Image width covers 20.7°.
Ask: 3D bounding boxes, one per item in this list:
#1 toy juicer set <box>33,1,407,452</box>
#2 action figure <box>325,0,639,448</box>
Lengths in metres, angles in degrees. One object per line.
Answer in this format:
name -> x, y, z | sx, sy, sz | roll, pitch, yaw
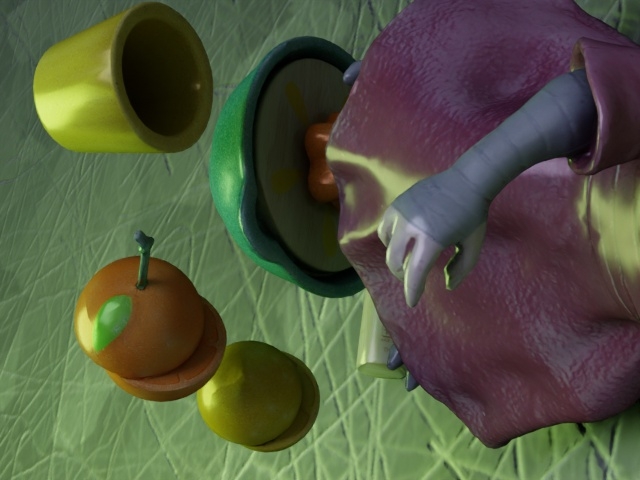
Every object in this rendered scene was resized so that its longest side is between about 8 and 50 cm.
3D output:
toy juicer set -> 0.000, 0.000, 0.895 | 0.089, 0.329, 0.209 | -8, 84, 36
action figure -> 0.166, -0.006, 0.734 | 0.275, 0.248, 0.370 | -50, 25, -23
